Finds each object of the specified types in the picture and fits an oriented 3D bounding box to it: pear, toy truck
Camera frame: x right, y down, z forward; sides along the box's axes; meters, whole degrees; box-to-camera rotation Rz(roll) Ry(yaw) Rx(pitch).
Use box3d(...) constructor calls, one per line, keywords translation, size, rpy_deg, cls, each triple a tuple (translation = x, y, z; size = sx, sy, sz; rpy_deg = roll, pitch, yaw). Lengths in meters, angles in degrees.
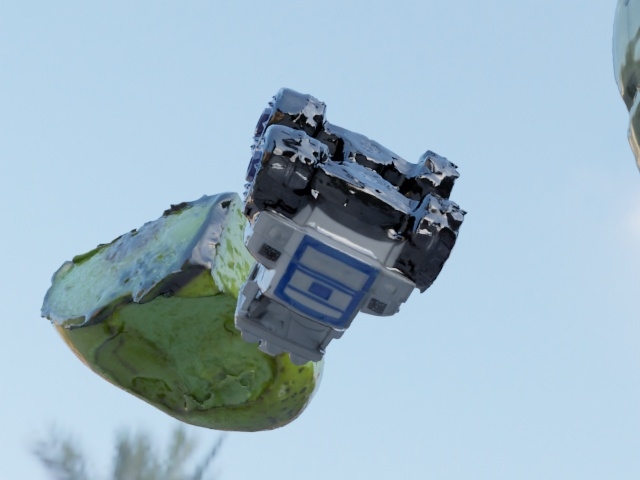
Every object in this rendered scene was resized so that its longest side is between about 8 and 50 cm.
box3d(translation=(-0.133, 0.107, 1.721), size=(0.238, 0.164, 0.255), rpy_deg=(-22, -58, 24), cls="pear")
box3d(translation=(0.000, 0.000, 1.255), size=(0.161, 0.213, 0.177), rpy_deg=(26, -69, -8), cls="toy truck")

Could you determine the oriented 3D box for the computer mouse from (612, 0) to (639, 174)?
box3d(translation=(0.414, -0.181, 1.732), size=(0.228, 0.429, 0.145), rpy_deg=(-20, -24, 31), cls="computer mouse")
